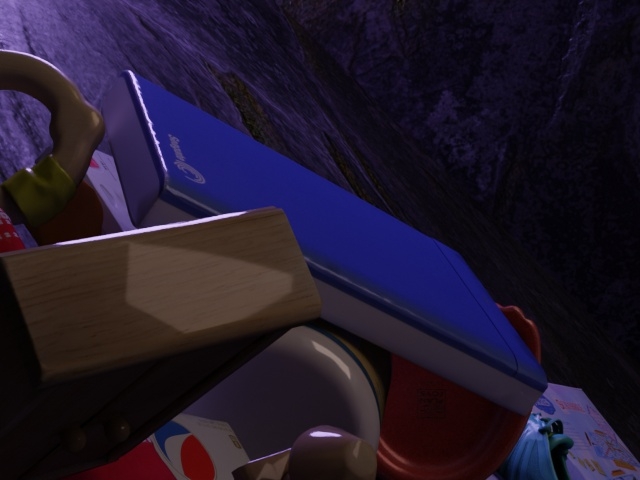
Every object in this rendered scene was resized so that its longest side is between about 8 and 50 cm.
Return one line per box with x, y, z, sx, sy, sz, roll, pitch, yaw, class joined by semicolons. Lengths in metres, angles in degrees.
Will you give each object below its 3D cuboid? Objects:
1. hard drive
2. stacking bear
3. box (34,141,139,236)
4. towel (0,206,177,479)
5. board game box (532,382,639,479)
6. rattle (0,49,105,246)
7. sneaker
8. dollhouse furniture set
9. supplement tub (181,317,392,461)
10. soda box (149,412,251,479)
0.000;0.000;0.963;0.319;0.040;0.210;28;16;-26;hard drive
0.099;0.127;1.245;0.289;0.175;0.164;-34;125;-86;stacking bear
-0.139;-0.005;1.133;0.145;0.038;0.186;54;14;28;box
-0.207;0.045;0.620;0.199;0.031;0.275;-16;59;-40;towel
0.346;0.312;1.638;0.318;0.066;0.319;54;16;25;board game box
-0.248;-0.078;0.955;0.200;0.130;0.143;22;1;6;rattle
0.206;0.217;1.393;0.107;0.110;0.275;27;23;-53;sneaker
-0.048;0.189;0.462;0.303;0.174;0.355;-11;70;-38;dollhouse furniture set
-0.024;0.103;0.959;0.144;0.144;0.199;46;14;-5;supplement tub
-0.118;0.134;0.736;0.069;0.074;0.216;55;16;29;soda box
